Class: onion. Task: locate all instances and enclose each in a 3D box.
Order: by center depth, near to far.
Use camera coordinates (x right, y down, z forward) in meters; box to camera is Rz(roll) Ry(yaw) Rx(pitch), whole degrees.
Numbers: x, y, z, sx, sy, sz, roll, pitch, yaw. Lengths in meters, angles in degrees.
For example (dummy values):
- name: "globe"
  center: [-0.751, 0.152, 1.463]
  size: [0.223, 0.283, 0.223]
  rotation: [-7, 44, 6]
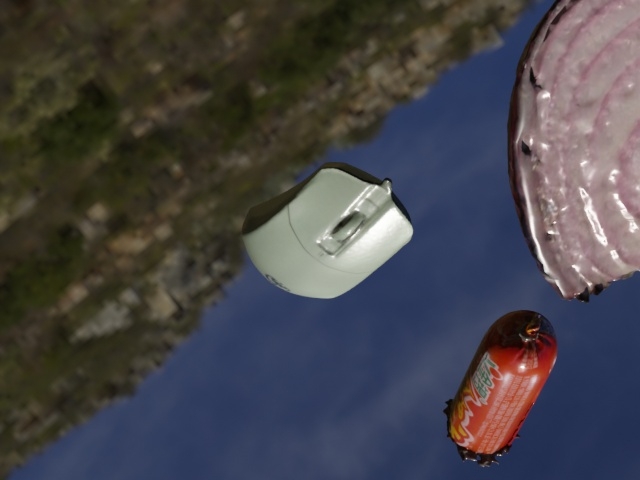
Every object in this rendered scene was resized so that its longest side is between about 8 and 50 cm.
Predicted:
- name: "onion"
  center: [0.228, -0.111, 1.277]
  size: [0.250, 0.247, 0.111]
  rotation: [-22, -150, -5]

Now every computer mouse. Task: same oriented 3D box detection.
- name: "computer mouse"
  center: [0.000, 0.000, 0.817]
  size: [0.110, 0.056, 0.032]
  rotation: [-34, -156, 54]

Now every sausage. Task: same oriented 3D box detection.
- name: "sausage"
  center: [0.101, 0.077, 1.011]
  size: [0.048, 0.145, 0.050]
  rotation: [32, -116, 8]
